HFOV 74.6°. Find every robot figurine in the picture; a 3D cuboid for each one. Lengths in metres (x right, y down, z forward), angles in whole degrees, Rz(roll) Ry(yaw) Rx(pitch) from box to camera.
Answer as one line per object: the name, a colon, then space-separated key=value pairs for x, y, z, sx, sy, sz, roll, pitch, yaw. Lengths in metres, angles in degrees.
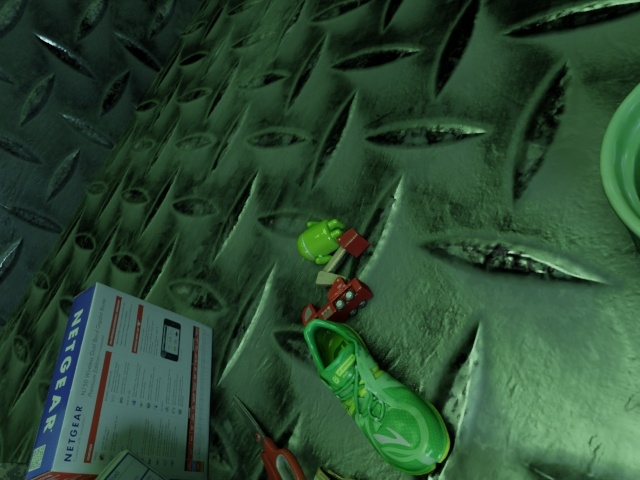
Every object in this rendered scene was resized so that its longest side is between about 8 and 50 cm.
robot figurine: x=0.000 y=0.000 z=0.872 sx=0.115 sy=0.067 sz=0.101 roll=-30 pitch=59 yaw=25

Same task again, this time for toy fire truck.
toy fire truck: x=0.031 y=0.084 z=0.806 sx=0.192 sy=0.047 sz=0.135 roll=-44 pitch=43 yaw=12

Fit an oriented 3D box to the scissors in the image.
scissors: x=-0.096 y=0.353 z=0.745 sx=0.297 sy=0.021 sz=0.109 roll=49 pitch=124 yaw=50

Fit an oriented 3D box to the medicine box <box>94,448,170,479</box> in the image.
medicine box: x=-0.274 y=0.517 z=0.603 sx=0.264 sy=0.289 sz=0.149 roll=-52 pitch=1 yaw=2

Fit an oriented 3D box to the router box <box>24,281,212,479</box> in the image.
router box: x=-0.357 y=0.289 z=0.829 sx=0.082 sy=0.301 sz=0.336 roll=-29 pitch=47 yaw=24

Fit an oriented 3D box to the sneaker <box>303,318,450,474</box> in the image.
sneaker: x=0.060 y=0.223 z=0.632 sx=0.109 sy=0.123 sz=0.295 roll=-53 pitch=43 yaw=1

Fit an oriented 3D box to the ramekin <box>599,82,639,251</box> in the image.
ramekin: x=0.476 y=-0.067 z=0.433 sx=0.303 sy=0.148 sz=0.304 roll=-22 pitch=51 yaw=30

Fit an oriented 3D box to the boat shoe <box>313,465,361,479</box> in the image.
boat shoe: x=0.040 y=0.366 z=0.612 sx=0.135 sy=0.050 sz=0.045 roll=-5 pitch=66 yaw=40

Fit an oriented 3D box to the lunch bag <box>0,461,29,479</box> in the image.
lunch bag: x=-0.754 y=0.711 z=0.974 sx=0.305 sy=0.212 sz=0.256 roll=-42 pitch=44 yaw=11
